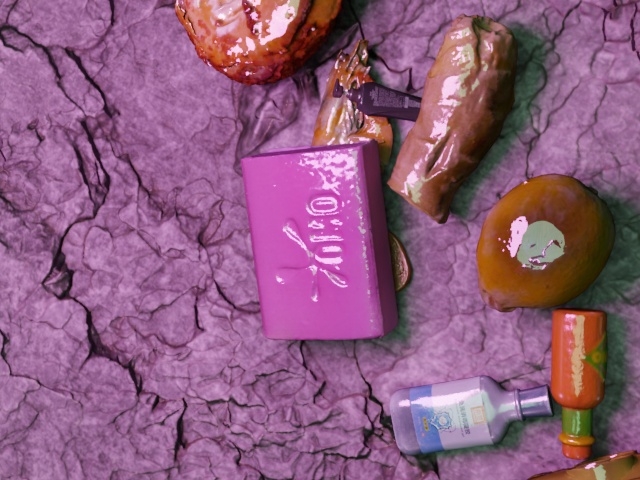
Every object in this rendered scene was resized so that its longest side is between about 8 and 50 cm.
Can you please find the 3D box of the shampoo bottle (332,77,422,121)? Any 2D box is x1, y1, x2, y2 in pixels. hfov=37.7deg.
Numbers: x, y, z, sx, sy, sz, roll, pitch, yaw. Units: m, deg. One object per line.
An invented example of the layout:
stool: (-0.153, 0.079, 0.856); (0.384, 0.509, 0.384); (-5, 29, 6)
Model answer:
shampoo bottle: (0.084, -0.184, 1.244); (0.137, 0.027, 0.048); (10, 71, -13)

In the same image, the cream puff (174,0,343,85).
cream puff: (-0.074, -0.331, 1.270); (0.240, 0.164, 0.240); (-4, 84, 34)

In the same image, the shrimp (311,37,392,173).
shrimp: (0.049, -0.168, 1.282); (0.115, 0.051, 0.217); (9, 92, 13)

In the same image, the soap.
soap: (-0.001, 0.001, 1.255); (0.181, 0.081, 0.259); (-2, 100, 24)

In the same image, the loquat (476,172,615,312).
loquat: (0.270, 0.008, 1.152); (0.195, 0.152, 0.152); (-46, 75, 5)

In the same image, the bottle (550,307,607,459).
bottle: (0.323, 0.179, 1.171); (0.069, 0.069, 0.187); (2, 92, 20)

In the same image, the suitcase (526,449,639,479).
suitcase: (0.324, 0.334, 1.103); (0.235, 0.194, 0.143); (-19, 74, 18)

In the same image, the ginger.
ginger: (0.177, -0.156, 1.200); (0.109, 0.116, 0.263); (29, 104, 28)

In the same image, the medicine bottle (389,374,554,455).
medicine bottle: (0.197, 0.224, 1.222); (0.208, 0.054, 0.090); (-13, 83, 20)

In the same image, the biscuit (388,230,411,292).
biscuit: (0.082, 0.032, 1.286); (0.078, 0.015, 0.091); (-22, 82, 20)
